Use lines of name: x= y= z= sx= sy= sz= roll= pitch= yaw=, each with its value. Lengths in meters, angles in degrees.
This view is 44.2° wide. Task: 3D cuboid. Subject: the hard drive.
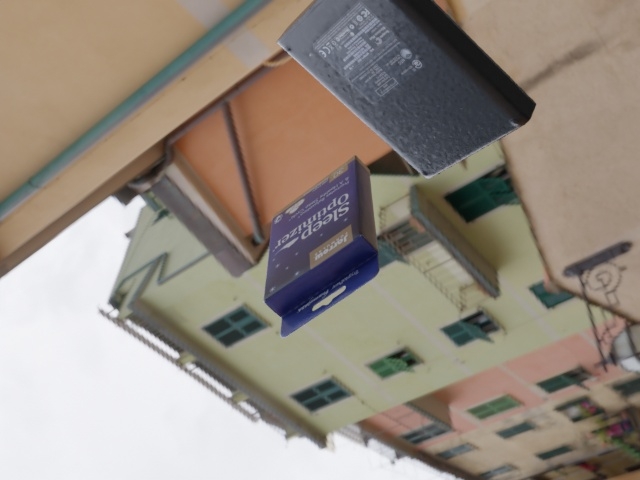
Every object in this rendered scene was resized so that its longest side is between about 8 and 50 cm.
hard drive: x=0.049 y=-0.101 z=0.475 sx=0.135 sy=0.094 sz=0.022 roll=40 pitch=-125 yaw=-15

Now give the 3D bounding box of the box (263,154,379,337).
box: x=0.000 y=0.000 z=0.891 sx=0.036 sy=0.136 sz=0.225 roll=45 pitch=-158 yaw=-25
